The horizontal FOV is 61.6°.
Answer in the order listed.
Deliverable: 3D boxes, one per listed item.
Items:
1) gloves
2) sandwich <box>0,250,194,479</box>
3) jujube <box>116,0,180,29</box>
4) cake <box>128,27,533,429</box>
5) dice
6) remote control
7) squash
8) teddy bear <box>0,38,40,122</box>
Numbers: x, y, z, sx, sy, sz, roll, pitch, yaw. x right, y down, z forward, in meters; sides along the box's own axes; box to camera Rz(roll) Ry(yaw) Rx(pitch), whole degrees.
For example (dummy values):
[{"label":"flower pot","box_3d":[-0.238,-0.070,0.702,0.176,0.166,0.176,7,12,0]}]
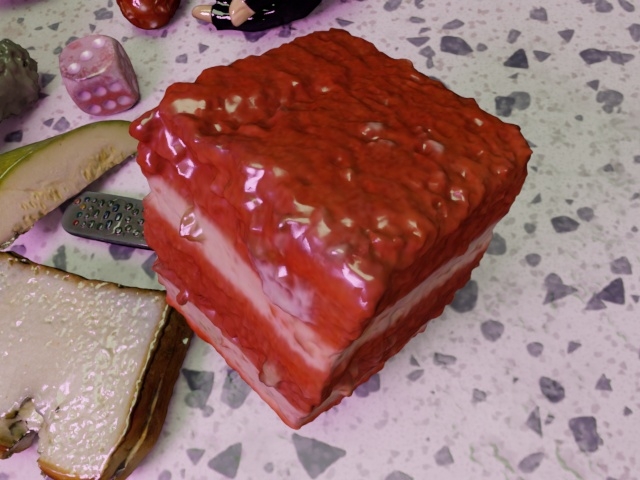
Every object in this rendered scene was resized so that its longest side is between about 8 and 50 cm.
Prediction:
[{"label":"gloves","box_3d":[-0.075,-0.427,0.864,0.301,0.152,0.197,-10,46,8]},{"label":"sandwich","box_3d":[-0.316,0.159,0.670,0.274,0.095,0.248,11,69,11]},{"label":"jujube","box_3d":[-0.288,-0.446,0.918,0.112,0.109,0.176,-9,71,41]},{"label":"cake","box_3d":[0.000,0.000,0.558,0.270,0.319,0.269,-32,61,-34]},{"label":"dice","box_3d":[-0.347,-0.259,0.847,0.093,0.094,0.091,-17,68,0]},{"label":"remote control","box_3d":[-0.265,-0.022,0.769,0.222,0.042,0.072,11,67,11]},{"label":"squash","box_3d":[-0.363,-0.099,0.753,0.252,0.093,0.169,-20,42,-2]},{"label":"teddy bear","box_3d":[-0.654,-0.261,0.744,0.368,0.357,0.224,9,79,10]}]
